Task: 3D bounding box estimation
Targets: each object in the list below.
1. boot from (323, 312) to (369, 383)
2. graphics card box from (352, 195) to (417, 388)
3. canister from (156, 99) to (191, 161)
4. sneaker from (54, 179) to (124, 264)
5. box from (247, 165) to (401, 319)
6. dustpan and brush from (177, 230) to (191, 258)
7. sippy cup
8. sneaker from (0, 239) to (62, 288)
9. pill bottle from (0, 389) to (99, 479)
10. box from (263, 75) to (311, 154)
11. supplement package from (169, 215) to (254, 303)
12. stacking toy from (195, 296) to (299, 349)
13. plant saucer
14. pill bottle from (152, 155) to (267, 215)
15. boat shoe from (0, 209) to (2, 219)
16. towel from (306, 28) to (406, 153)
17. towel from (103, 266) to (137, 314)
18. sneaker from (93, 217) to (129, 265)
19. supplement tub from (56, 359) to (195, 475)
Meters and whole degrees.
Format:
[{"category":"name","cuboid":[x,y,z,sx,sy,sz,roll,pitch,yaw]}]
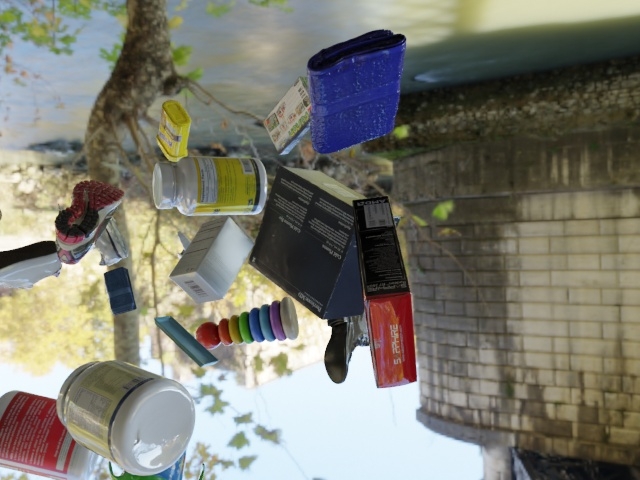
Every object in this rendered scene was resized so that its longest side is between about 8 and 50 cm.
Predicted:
[{"category":"boot","cuboid":[0.122,0.304,1.821,0.091,0.263,0.229,-13,158,43]},{"category":"graphics card box","cuboid":[0.131,0.094,1.279,0.094,0.233,0.371,-8,-148,3]},{"category":"canister","cuboid":[-0.490,-0.367,2.024,0.073,0.126,0.170,-23,156,-32]},{"category":"sneaker","cuboid":[-0.601,-0.059,1.552,0.120,0.112,0.299,19,-147,-4]},{"category":"box","cuboid":[0.000,0.000,1.703,0.178,0.313,0.343,2,-155,-48]},{"category":"dustpan and brush","cuboid":[-0.426,0.075,2.004,0.060,0.147,0.211,-32,-135,-28]},{"category":"sippy cup","cuboid":[-0.590,0.808,2.201,0.240,0.224,0.305,-20,131,33]},{"category":"sneaker","cuboid":[-0.814,0.092,1.560,0.290,0.123,0.106,-12,-137,-27]},{"category":"pill bottle","cuboid":[-0.892,0.598,1.877,0.407,0.229,0.229,16,177,-7]},{"category":"box","cuboid":[-0.073,-0.336,1.643,0.036,0.114,0.207,-16,165,-41]},{"category":"supplement package","cuboid":[-0.258,0.046,1.451,0.105,0.179,0.105,-13,128,40]},{"category":"stacking toy","cuboid":[-0.241,0.275,1.927,0.330,0.141,0.141,-11,178,5]},{"category":"plant saucer","cuboid":[-0.344,0.256,1.536,0.192,0.018,0.067,38,-166,22]},{"category":"pill bottle","cuboid":[-0.354,-0.174,1.934,0.333,0.188,0.188,-2,180,-26]},{"category":"boat shoe","cuboid":[-0.852,-0.120,1.421,0.084,0.233,0.079,-46,-161,-22]},{"category":"towel","cuboid":[0.075,-0.337,1.396,0.227,0.076,0.308,-19,153,-8]},{"category":"towel","cuboid":[-0.537,0.135,1.619,0.067,0.120,0.029,-15,174,-3]},{"category":"sneaker","cuboid":[-0.660,-0.039,1.796,0.094,0.235,0.090,-23,-177,5]},{"category":"supplement tub","cuboid":[-0.506,0.442,1.559,0.324,0.236,0.235,6,-176,39]}]
